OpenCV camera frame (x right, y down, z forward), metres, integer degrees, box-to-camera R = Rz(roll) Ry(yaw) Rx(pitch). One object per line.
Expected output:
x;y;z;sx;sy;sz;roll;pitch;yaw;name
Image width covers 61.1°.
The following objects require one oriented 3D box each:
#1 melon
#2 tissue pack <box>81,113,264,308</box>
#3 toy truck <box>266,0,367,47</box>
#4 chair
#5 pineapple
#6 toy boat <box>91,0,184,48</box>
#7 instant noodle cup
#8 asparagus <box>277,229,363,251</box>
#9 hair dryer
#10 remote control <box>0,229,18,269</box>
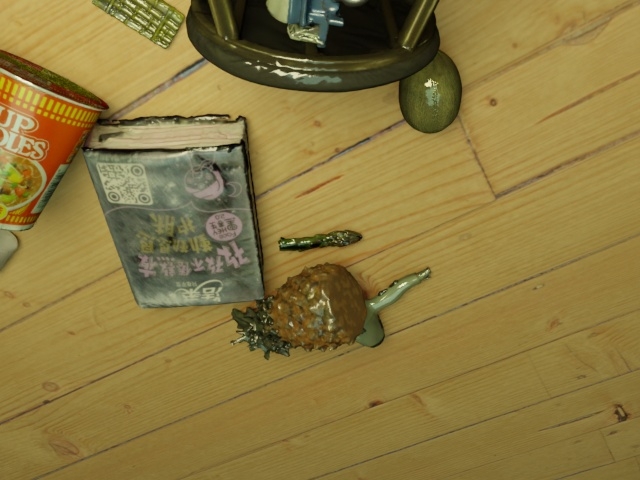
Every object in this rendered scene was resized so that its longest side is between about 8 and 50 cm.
0.167;-0.227;0.831;0.098;0.098;0.131;-10;130;4;melon
-0.238;-0.034;0.952;0.259;0.122;0.361;-3;132;0;tissue pack
0.005;-0.245;0.393;0.088;0.074;0.202;9;139;-2;toy truck
0.004;-0.397;0.524;0.362;0.365;0.410;1;135;-6;chair
-0.072;0.156;1.074;0.340;0.169;0.169;-21;131;38;pineapple
-0.256;-0.327;0.765;0.115;0.016;0.063;29;122;-25;toy boat
-0.429;-0.135;0.757;0.193;0.193;0.212;24;102;-23;instant noodle cup
0.000;0.000;1.054;0.165;0.030;0.036;-7;120;2;asparagus
0.087;0.104;1.131;0.219;0.088;0.225;28;110;-20;hair dryer
-0.705;-0.037;0.947;0.313;0.055;0.109;34;120;-28;remote control
